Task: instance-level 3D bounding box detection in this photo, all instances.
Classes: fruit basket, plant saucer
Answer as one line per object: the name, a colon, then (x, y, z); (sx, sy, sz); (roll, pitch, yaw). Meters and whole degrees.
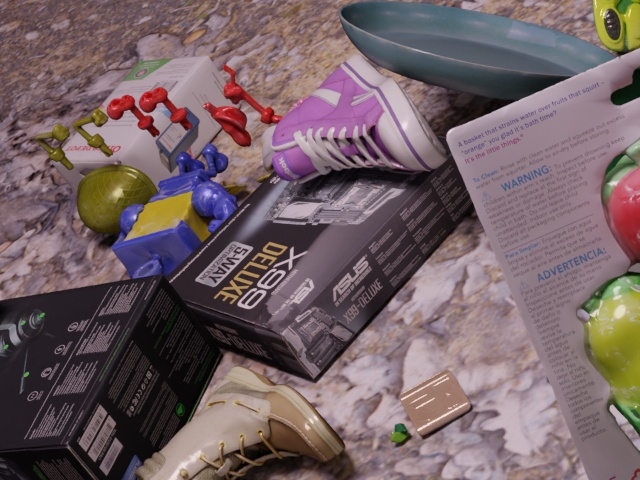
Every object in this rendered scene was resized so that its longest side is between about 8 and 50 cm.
fruit basket: (0.308, 0.016, 1.281); (0.327, 0.353, 0.165); (-24, 1, 1)
plant saucer: (0.173, -0.209, 1.868); (0.317, 0.044, 0.317); (10, 18, -3)

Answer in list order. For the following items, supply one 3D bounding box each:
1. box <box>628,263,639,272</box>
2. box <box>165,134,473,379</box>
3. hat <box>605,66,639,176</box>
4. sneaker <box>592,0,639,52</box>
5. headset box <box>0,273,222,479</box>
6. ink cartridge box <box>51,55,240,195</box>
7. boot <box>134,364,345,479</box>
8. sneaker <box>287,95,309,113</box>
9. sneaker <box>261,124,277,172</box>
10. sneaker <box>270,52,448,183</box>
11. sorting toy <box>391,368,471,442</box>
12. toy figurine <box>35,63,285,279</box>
box: (0.349, -0.013, 1.453); (0.119, 0.181, 0.182); (5, 48, 48)
box: (0.000, 0.000, 1.855); (0.307, 0.076, 0.242); (-46, 33, -21)
hat: (0.317, -0.064, 1.706); (0.173, 0.184, 0.208); (-35, -14, 35)
sneaker: (0.369, -0.330, 1.966); (0.109, 0.123, 0.296); (7, 58, 4)
headset box: (-0.290, 0.180, 1.818); (0.283, 0.131, 0.246); (-10, 39, 34)
ink cartridge box: (-0.235, -0.145, 2.258); (0.154, 0.093, 0.212); (3, 44, 45)
boot: (-0.082, 0.212, 1.637); (0.165, 0.077, 0.213); (-43, 27, -17)
sneaker: (0.007, -0.177, 2.139); (0.119, 0.047, 0.057); (-33, 12, -3)
sneaker: (-0.006, -0.119, 2.062); (0.152, 0.053, 0.061); (-18, 49, 29)
sneaker: (0.033, -0.100, 1.809); (0.161, 0.102, 0.282); (-37, 20, -2)
sorting toy: (0.098, 0.162, 1.602); (0.083, 0.012, 0.062); (-29, 36, 0)
toy figurine: (-0.211, -0.037, 2.007); (0.362, 0.191, 0.217); (-13, 43, 33)
